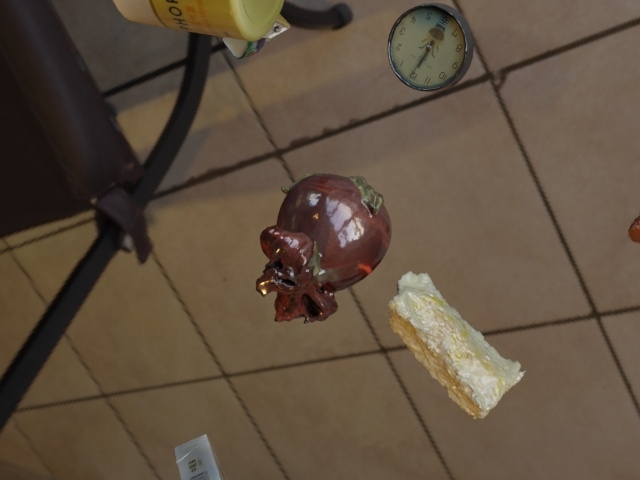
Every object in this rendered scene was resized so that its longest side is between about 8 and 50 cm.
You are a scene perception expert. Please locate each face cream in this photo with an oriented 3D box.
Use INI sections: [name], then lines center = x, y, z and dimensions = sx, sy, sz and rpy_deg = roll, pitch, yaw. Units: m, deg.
[face cream]
center = -0.154, -0.385, 1.233
dimensions = 0.179, 0.218, 0.218
rpy_deg = 13, 126, 15

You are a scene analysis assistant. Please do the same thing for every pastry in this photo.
[pastry]
center = 0.201, 0.166, 1.477
dimensions = 0.258, 0.121, 0.089
rpy_deg = 43, 133, -1

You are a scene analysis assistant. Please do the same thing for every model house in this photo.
[model house]
center = -0.122, -0.409, 1.811
dimensions = 0.088, 0.100, 0.101
rpy_deg = 49, 136, 30

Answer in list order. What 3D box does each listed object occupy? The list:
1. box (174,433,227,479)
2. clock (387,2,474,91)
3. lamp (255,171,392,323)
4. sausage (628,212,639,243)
[box]
center = -0.175, 0.437, 1.538
dimensions = 0.243, 0.067, 0.155
rpy_deg = -150, 39, -74
[clock]
center = 0.224, -0.397, 1.920
dimensions = 0.184, 0.040, 0.185
rpy_deg = 7, 105, 27
[lamp]
center = 0.012, -0.001, 1.181
dimensions = 0.151, 0.223, 0.215
rpy_deg = 1, 153, 12
[sausage]
center = 0.728, -0.011, 1.703
dimensions = 0.326, 0.087, 0.079
rpy_deg = 9, 87, 36
